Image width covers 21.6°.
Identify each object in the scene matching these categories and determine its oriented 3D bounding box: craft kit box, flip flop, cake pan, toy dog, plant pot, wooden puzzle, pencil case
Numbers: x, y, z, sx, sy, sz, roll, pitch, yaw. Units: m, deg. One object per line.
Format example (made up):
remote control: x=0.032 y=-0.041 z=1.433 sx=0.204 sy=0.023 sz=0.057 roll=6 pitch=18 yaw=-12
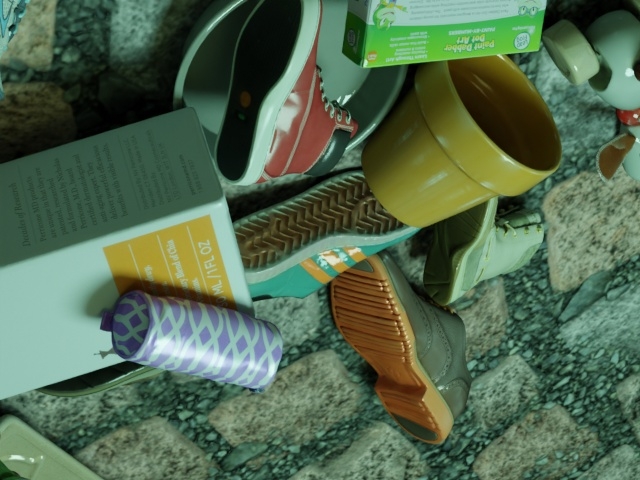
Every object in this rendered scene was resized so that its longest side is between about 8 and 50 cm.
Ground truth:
craft kit box: x=0.155 y=-0.326 z=1.899 sx=0.250 sy=0.061 sz=0.246 roll=-8 pitch=118 yaw=-28
flip flop: x=-0.246 y=0.141 z=2.149 sx=0.277 sy=0.112 sz=0.080 roll=-17 pitch=150 yaw=-21
cake pan: x=-0.039 y=-0.201 z=1.963 sx=0.293 sy=0.054 sz=0.293 roll=-15 pitch=135 yaw=-15
toy dog: x=0.419 y=-0.178 z=2.146 sx=0.220 sy=0.161 sz=0.334 roll=-44 pitch=135 yaw=16
plant pot: x=0.159 y=-0.117 z=2.058 sx=0.205 sy=0.205 sz=0.188 roll=21 pitch=134 yaw=-39
wooden puzzle: x=-0.457 y=0.376 z=2.270 sx=0.322 sy=0.080 sz=0.348 roll=-36 pitch=141 yaw=7
pencil case: x=-0.139 y=0.112 z=1.897 sx=0.206 sy=0.088 sz=0.086 roll=18 pitch=89 yaw=-39

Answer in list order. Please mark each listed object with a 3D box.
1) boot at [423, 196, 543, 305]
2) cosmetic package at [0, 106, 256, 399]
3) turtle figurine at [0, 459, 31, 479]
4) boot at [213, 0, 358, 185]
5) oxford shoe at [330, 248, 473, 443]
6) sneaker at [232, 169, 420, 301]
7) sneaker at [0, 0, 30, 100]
boot: x=0.230 y=-0.021 z=2.230 sx=0.165 sy=0.077 sz=0.213 roll=-20 pitch=141 yaw=-35
cosmetic package: x=-0.322 y=0.036 z=1.917 sx=0.453 sy=0.161 sz=0.230 roll=-17 pitch=141 yaw=-4
turtle figurine: x=-0.453 y=0.296 z=1.991 sx=0.275 sy=0.266 sz=0.197 roll=-34 pitch=123 yaw=-22
boot: x=-0.013 y=-0.180 z=1.909 sx=0.176 sy=0.088 sz=0.244 roll=-8 pitch=126 yaw=-42
oxford shoe: x=0.118 y=0.117 z=2.321 sx=0.132 sy=0.130 sz=0.363 roll=-49 pitch=137 yaw=-28
sneaker: x=0.000 y=0.000 z=2.147 sx=0.302 sy=0.108 sz=0.121 roll=-17 pitch=153 yaw=-18
sneaker: x=-0.333 y=-0.256 z=1.721 sx=0.122 sy=0.110 sz=0.283 roll=-15 pitch=135 yaw=-19
